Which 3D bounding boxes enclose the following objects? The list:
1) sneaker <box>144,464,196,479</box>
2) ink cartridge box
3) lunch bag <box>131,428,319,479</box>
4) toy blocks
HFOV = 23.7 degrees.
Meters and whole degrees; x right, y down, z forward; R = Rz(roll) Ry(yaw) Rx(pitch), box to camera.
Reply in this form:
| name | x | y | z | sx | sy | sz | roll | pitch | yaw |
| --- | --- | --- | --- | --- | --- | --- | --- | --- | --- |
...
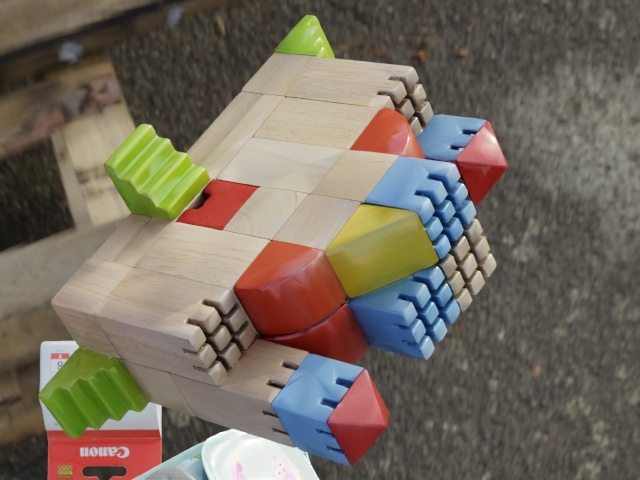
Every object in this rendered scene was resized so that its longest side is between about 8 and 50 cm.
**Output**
| name | x | y | z | sx | sy | sz | roll | pitch | yaw |
| --- | --- | --- | --- | --- | --- | --- | --- | --- | --- |
| sneaker | -0.054 | 0.183 | 0.773 | 0.054 | 0.061 | 0.152 | -35 | 55 | 6 |
| ink cartridge box | -0.265 | 0.210 | 1.843 | 0.145 | 0.045 | 0.179 | -1 | 83 | 4 |
| lunch bag | -0.100 | 0.328 | 1.576 | 0.262 | 0.160 | 0.223 | -26 | 65 | -10 |
| toy blocks | 0.000 | 0.000 | 1.100 | 0.261 | 0.190 | 0.381 | 11 | 51 | 40 |
